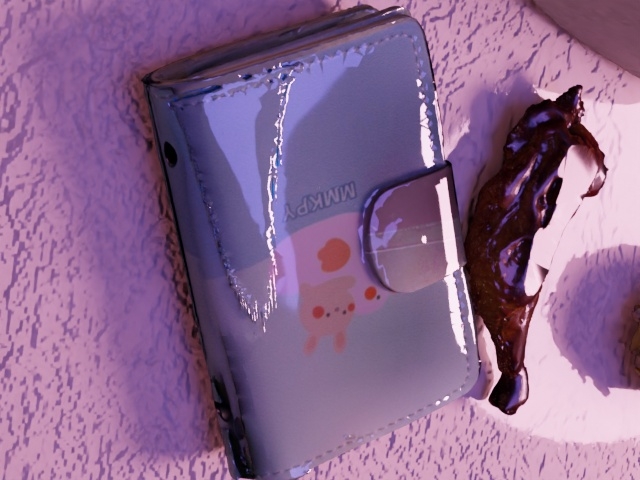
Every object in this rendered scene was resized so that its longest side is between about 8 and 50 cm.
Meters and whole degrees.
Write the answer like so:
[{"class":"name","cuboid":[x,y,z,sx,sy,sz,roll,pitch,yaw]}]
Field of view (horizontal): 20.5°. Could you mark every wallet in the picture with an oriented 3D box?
[{"class":"wallet","cuboid":[0.000,0.000,1.031,0.176,0.075,0.250,-22,113,-26]}]

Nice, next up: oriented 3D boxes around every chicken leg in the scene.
[{"class":"chicken leg","cuboid":[0.134,0.004,1.144,0.089,0.048,0.219,16,91,-34]}]

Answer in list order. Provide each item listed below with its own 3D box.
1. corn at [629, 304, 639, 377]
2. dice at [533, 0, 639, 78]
[{"class":"corn","cuboid":[0.361,0.084,1.279,0.318,0.115,0.115,7,96,-31]},{"class":"dice","cuboid":[0.308,-0.244,1.074,0.304,0.277,0.304,26,83,-35]}]
